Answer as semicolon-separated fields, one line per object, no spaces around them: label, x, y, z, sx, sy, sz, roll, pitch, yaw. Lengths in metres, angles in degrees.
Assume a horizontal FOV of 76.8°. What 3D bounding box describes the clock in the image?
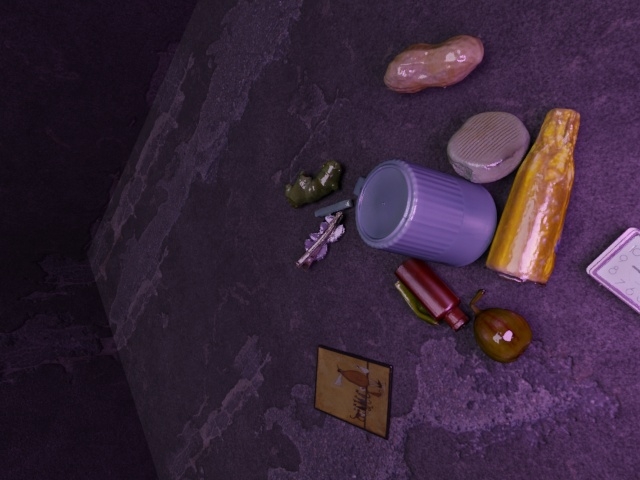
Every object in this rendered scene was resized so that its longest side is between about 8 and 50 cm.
clock;0.746;0.084;0.925;0.197;0.063;0.150;50;118;31

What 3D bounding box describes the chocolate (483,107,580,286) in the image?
chocolate;0.561;-0.110;1.033;0.162;0.162;0.447;20;99;39

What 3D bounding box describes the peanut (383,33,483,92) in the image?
peanut;0.347;-0.547;1.259;0.312;0.149;0.149;5;91;41

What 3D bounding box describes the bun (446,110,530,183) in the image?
bun;0.470;-0.255;1.130;0.220;0.108;0.222;-12;56;19

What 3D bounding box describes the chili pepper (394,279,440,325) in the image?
chili pepper;0.309;0.205;1.302;0.050;0.051;0.202;-54;56;25

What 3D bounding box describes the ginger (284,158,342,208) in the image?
ginger;-0.033;-0.222;1.599;0.289;0.089;0.137;-15;70;41

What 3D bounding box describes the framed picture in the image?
framed picture;0.110;0.543;1.480;0.338;0.014;0.256;5;91;41

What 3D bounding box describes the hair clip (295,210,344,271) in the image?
hair clip;0.000;0.000;1.565;0.106;0.084;0.292;49;113;25

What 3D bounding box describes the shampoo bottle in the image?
shampoo bottle;0.349;0.166;1.253;0.102;0.064;0.260;-37;60;-3

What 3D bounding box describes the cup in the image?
cup;0.277;-0.102;1.146;0.257;0.310;0.332;-49;44;39

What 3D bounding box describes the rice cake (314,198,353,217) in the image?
rice cake;0.051;-0.119;1.556;0.180;0.030;0.042;-16;84;40

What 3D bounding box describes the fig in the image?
fig;0.475;0.235;1.097;0.186;0.142;0.148;42;87;20
